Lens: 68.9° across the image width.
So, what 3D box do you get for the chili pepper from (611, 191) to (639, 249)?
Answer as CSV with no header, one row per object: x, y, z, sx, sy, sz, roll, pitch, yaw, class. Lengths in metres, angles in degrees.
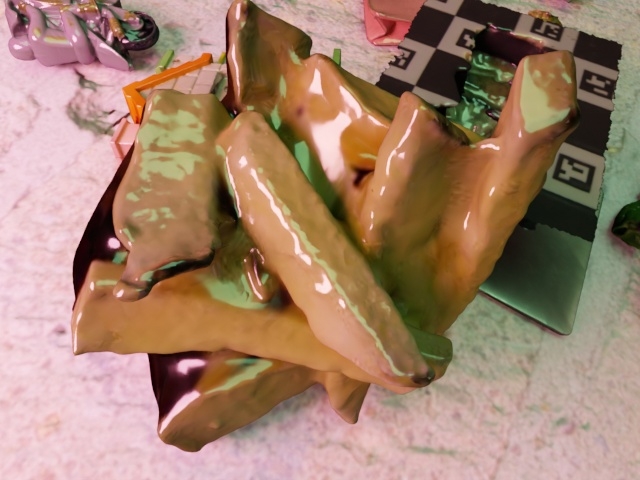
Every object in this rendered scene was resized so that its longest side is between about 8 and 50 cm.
0.513,-0.073,0.667,0.253,0.099,0.083,-36,82,-25,chili pepper

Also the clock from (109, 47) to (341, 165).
-0.106,-0.142,0.582,0.255,0.106,0.220,4,51,3,clock

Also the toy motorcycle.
-0.350,-0.292,0.643,0.225,0.073,0.152,23,61,4,toy motorcycle

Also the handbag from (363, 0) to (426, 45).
0.154,-0.429,0.813,0.157,0.059,0.212,2,60,-1,handbag

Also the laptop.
0.281,-0.022,0.643,0.187,0.015,0.269,29,60,6,laptop

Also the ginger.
0.000,0.000,0.368,0.413,0.211,0.358,-42,112,-10,ginger

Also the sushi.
0.224,-0.169,0.643,0.296,0.100,0.373,22,61,9,sushi

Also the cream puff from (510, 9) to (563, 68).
0.334,-0.305,0.755,0.104,0.133,0.119,16,88,44,cream puff

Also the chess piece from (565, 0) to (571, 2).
0.419,-0.610,0.912,0.299,0.194,0.194,41,62,3,chess piece
